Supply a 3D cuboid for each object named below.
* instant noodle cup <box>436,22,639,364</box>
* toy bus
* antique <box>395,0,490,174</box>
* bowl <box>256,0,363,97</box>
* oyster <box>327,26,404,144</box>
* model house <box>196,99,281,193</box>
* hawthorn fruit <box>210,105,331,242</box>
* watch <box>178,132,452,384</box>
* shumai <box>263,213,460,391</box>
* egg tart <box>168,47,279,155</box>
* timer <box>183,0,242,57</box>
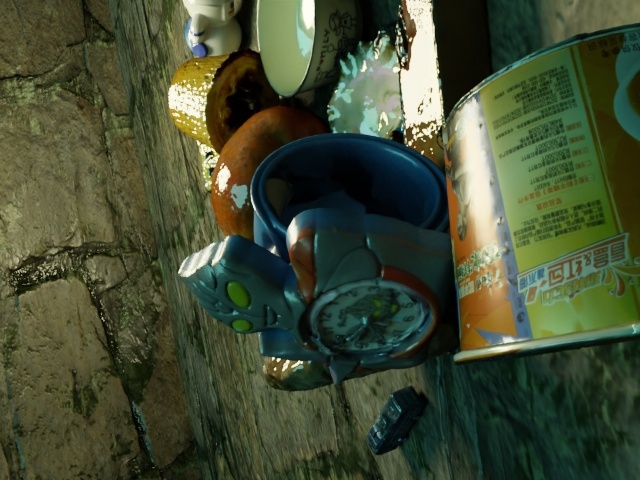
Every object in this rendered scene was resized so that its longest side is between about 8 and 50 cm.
[{"bbox_3d":[0.232,-0.022,0.470,0.296,0.296,0.214,143,121,-60],"label":"instant noodle cup"},{"bbox_3d":[0.131,0.324,0.996,0.047,0.065,0.166,56,144,36],"label":"toy bus"},{"bbox_3d":[0.163,-0.190,0.730,0.093,0.087,0.310,7,106,63],"label":"antique"},{"bbox_3d":[-0.012,-0.370,0.959,0.237,0.126,0.238,32,128,55],"label":"bowl"},{"bbox_3d":[0.097,-0.177,0.854,0.198,0.092,0.260,-31,68,51],"label":"oyster"},{"bbox_3d":[-0.151,-0.225,1.265,0.234,0.174,0.194,-15,84,44],"label":"model house"},{"bbox_3d":[-0.078,-0.092,1.018,0.298,0.276,0.277,4,103,54],"label":"hawthorn fruit"},{"bbox_3d":[0.000,0.000,0.675,0.275,0.305,0.242,-87,2,-46],"label":"watch"},{"bbox_3d":[0.031,0.085,0.866,0.314,0.267,0.263,-21,75,21],"label":"shumai"},{"bbox_3d":[-0.189,-0.267,1.085,0.170,0.215,0.215,17,118,28],"label":"egg tart"},{"bbox_3d":[-0.266,-0.584,1.284,0.384,0.270,0.270,92,153,-50],"label":"timer"}]
